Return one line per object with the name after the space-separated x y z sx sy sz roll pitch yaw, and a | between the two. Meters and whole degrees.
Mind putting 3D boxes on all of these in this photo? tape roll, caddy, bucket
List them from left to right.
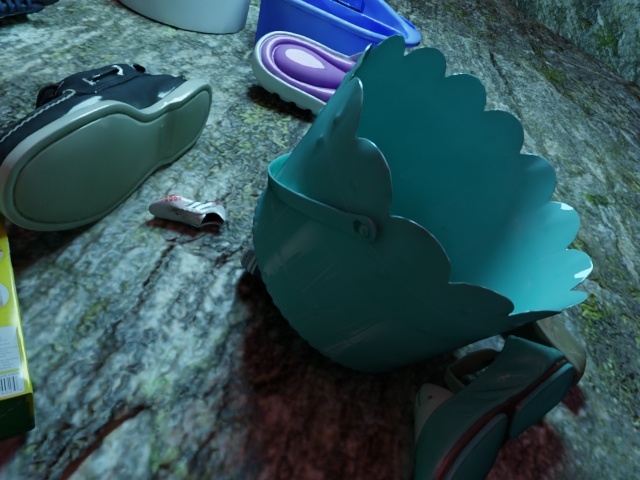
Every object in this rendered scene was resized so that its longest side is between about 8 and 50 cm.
-0.282 -0.536 1.005 0.285 0.100 0.286 14 39 -12 | tape roll
0.032 -0.437 0.985 0.341 0.179 0.241 26 37 4 | caddy
0.083 -0.022 0.453 0.281 0.183 0.282 23 48 -29 | bucket

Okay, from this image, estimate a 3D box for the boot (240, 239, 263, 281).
0.000 0.000 0.550 0.086 0.069 0.190 39 48 8 | boot

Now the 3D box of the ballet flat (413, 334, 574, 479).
0.135 0.152 0.434 0.247 0.083 0.087 -18 29 -41 | ballet flat

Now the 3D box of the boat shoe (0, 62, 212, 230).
-0.236 -0.123 0.518 0.112 0.127 0.340 24 36 3 | boat shoe

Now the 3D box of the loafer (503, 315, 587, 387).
0.245 0.098 0.563 0.050 0.056 0.148 -11 59 -37 | loafer

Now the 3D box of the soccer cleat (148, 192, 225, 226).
-0.143 -0.030 0.534 0.083 0.029 0.036 4 37 -30 | soccer cleat

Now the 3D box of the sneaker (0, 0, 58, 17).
-0.455 -0.367 0.689 0.147 0.131 0.350 1 42 -19 | sneaker

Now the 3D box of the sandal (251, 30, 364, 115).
0.090 -0.265 0.835 0.415 0.102 0.170 9 67 -15 | sandal

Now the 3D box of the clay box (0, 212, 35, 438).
-0.291 0.046 0.348 0.127 0.053 0.222 -7 46 -33 | clay box
